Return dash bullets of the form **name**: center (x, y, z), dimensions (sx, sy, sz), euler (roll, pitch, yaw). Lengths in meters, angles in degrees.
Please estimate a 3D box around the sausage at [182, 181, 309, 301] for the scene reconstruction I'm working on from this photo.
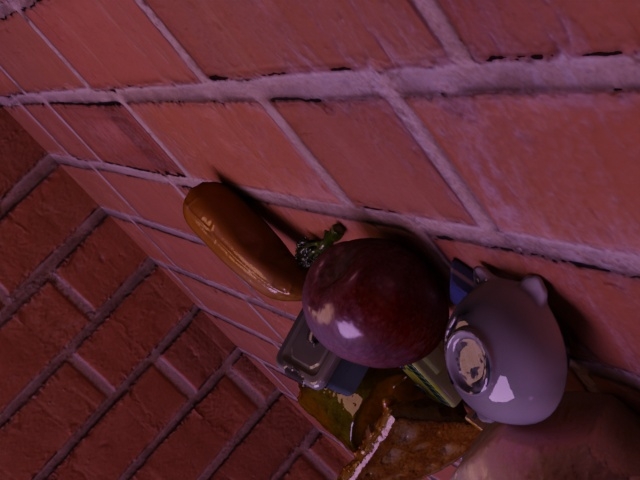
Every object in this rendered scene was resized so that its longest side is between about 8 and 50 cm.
- **sausage**: center (-0.138, 0.017, 1.840), dimensions (0.354, 0.116, 0.134), euler (43, -158, 25)

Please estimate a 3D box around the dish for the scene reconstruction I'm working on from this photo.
- **dish**: center (0.222, 0.156, 1.249), dimensions (0.228, 0.086, 0.237), euler (17, 110, 55)

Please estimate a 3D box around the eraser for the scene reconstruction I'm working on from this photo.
- **eraser**: center (0.274, 0.114, 1.340), dimensions (0.225, 0.036, 0.082), euler (36, 165, 19)

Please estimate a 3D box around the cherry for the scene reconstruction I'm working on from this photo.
- **cherry**: center (0.092, 0.113, 1.457), dimensions (0.239, 0.206, 0.239), euler (31, 150, 20)

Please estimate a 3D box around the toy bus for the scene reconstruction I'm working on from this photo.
- **toy bus**: center (0.204, 0.227, 1.714), dimensions (0.175, 0.088, 0.101), euler (48, 162, -28)

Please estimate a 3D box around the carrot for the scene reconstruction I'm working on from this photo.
- **carrot**: center (0.118, 0.339, 1.937), dimensions (0.340, 0.241, 0.241), euler (29, 160, 42)

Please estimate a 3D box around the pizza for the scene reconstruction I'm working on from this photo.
- **pizza**: center (0.182, 0.423, 1.827), dimensions (0.257, 0.268, 0.087), euler (13, -149, -27)

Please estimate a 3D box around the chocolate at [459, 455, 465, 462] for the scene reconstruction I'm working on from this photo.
- **chocolate**: center (0.420, 0.498, 1.895), dimensions (0.303, 0.100, 0.185), euler (30, 165, 34)

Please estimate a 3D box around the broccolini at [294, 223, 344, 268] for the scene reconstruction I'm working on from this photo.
- **broccolini**: center (0.002, -0.001, 1.688), dimensions (0.067, 0.058, 0.216), euler (6, 160, -12)

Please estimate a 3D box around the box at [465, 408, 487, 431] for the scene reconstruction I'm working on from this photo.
- **box**: center (0.352, 0.351, 1.714), dimensions (0.149, 0.073, 0.020), euler (37, 165, 19)

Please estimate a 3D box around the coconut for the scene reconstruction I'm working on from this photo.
- **coconut**: center (0.365, 0.385, 1.331), dimensions (0.352, 0.353, 0.353), euler (38, 164, 13)

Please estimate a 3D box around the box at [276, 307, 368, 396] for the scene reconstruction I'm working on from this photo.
- **box**: center (0.028, 0.187, 1.797), dimensions (0.130, 0.227, 0.162), euler (33, 172, -38)
